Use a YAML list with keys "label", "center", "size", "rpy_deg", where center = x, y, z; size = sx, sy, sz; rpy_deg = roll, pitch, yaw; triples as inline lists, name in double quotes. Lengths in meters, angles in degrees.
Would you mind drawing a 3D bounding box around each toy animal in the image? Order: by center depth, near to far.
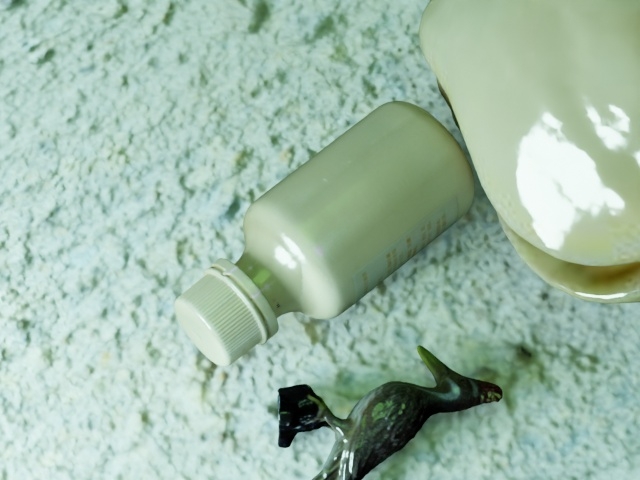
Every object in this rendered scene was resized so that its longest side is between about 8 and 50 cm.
- label: "toy animal"
  center: [0.042, 0.139, 1.326]
  size: [0.202, 0.070, 0.105]
  rpy_deg: [-17, 73, -12]

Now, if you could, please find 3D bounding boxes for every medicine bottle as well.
- label: "medicine bottle"
  center: [0.000, 0.000, 1.368]
  size: [0.252, 0.114, 0.114]
  rpy_deg: [-38, 66, -21]

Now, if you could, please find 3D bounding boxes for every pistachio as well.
- label: "pistachio"
  center: [0.271, -0.126, 1.340]
  size: [0.445, 0.281, 0.365]
  rpy_deg: [36, 84, 38]
